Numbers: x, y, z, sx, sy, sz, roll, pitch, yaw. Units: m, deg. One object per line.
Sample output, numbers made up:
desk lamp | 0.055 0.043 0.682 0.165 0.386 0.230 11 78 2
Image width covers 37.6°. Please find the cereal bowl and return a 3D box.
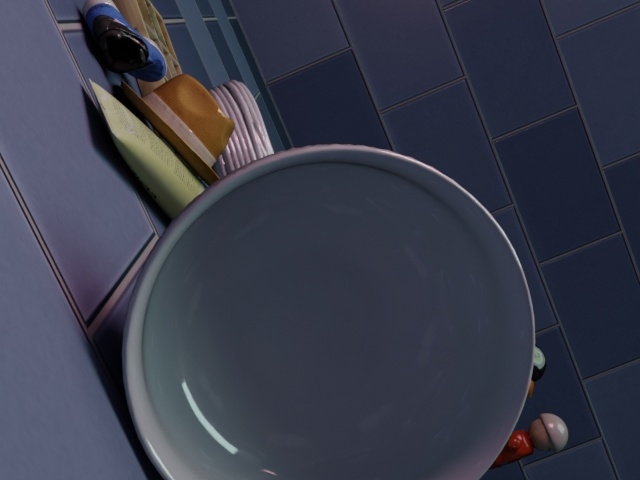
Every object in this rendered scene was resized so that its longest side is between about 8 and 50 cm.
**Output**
cereal bowl | 0.001 0.082 0.813 0.141 0.339 0.339 -146 -148 -76

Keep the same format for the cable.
cable | -0.126 -0.123 1.492 0.257 0.089 0.257 -148 -140 -77

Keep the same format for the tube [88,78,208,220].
tube | -0.189 -0.084 1.070 0.062 0.070 0.240 -67 151 -20

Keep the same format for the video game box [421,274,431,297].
video game box | 0.079 0.069 0.969 0.187 0.048 0.205 -12 -75 57

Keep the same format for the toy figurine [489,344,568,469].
toy figurine | 0.270 0.218 1.427 0.209 0.148 0.213 -99 166 -68

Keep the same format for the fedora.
fedora | -0.161 -0.147 1.158 0.194 0.079 0.194 46 -3 3

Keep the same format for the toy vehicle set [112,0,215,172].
toy vehicle set | -0.233 -0.243 1.364 0.166 0.035 0.267 50 19 -75

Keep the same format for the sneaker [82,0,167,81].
sneaker | -0.231 -0.225 1.154 0.085 0.058 0.152 64 6 35
